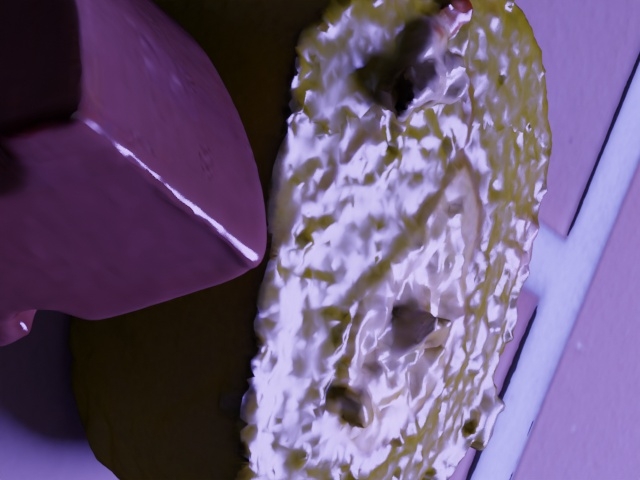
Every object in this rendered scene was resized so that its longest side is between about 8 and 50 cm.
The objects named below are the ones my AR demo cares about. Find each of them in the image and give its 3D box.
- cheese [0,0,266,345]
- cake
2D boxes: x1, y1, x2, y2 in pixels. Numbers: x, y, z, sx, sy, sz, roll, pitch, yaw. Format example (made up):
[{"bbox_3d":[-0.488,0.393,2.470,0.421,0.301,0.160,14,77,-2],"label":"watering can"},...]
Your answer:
[{"bbox_3d":[-0.114,-0.036,0.646,0.128,0.177,0.203,44,69,-46],"label":"cheese"},{"bbox_3d":[0.000,0.000,0.812,0.179,0.156,0.260,1,103,-42],"label":"cake"}]
